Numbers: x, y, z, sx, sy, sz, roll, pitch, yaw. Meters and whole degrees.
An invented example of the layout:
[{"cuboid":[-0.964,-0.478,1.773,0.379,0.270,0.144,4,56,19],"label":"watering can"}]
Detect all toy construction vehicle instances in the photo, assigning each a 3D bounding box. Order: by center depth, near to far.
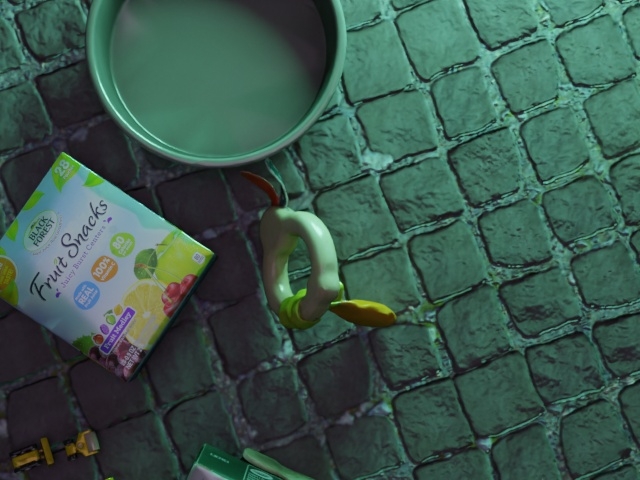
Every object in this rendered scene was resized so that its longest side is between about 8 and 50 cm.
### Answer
[{"cuboid":[-0.289,0.260,1.300,0.098,0.035,0.086,-22,76,-6],"label":"toy construction vehicle"}]

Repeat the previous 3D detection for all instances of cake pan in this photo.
[{"cuboid":[-0.117,-0.221,1.315,0.293,0.054,0.293,0,82,0],"label":"cake pan"}]

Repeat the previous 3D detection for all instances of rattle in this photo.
[{"cuboid":[0.000,0.000,1.312,0.143,0.130,0.199,-8,55,-20],"label":"rattle"}]

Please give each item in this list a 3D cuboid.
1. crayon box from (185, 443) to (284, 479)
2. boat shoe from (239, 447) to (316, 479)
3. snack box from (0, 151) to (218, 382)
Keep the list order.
[{"cuboid":[-0.106,0.411,1.250,0.203,0.083,0.323,26,96,-1],"label":"crayon box"},{"cuboid":[-0.035,0.281,1.299,0.133,0.049,0.042,26,94,1],"label":"boat shoe"},{"cuboid":[-0.249,0.030,1.295,0.207,0.070,0.174,33,86,2],"label":"snack box"}]
